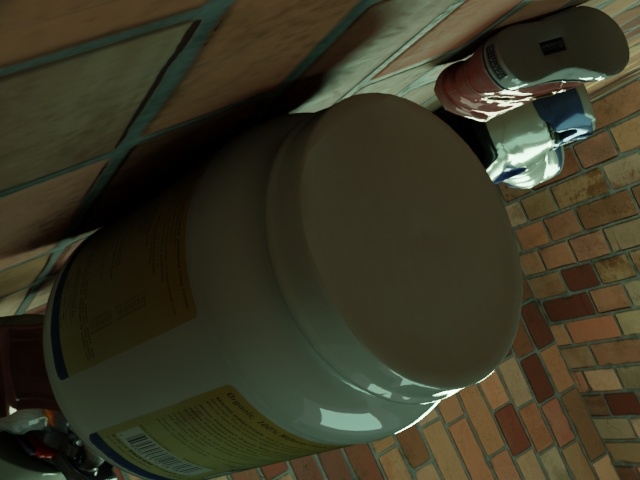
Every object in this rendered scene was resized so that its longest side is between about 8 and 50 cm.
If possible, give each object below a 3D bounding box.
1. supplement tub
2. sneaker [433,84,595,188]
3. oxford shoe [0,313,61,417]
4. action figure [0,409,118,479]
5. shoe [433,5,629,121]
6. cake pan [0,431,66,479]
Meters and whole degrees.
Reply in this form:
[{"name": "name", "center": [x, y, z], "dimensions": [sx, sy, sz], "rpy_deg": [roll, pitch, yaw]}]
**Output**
[{"name": "supplement tub", "center": [-0.037, 0.045, 0.677], "dimensions": [0.228, 0.228, 0.316], "rpy_deg": [-24, 179, -45]}, {"name": "sneaker", "center": [0.203, -0.124, 1.132], "dimensions": [0.182, 0.127, 0.315], "rpy_deg": [-21, 172, 1]}, {"name": "oxford shoe", "center": [-0.246, 0.121, 0.979], "dimensions": [0.348, 0.123, 0.130], "rpy_deg": [5, -171, -4]}, {"name": "action figure", "center": [-0.353, 0.204, 1.378], "dimensions": [0.330, 0.341, 0.178], "rpy_deg": [-11, 125, -50]}, {"name": "shoe", "center": [0.176, -0.145, 0.771], "dimensions": [0.178, 0.063, 0.081], "rpy_deg": [-17, 176, -38]}, {"name": "cake pan", "center": [-0.478, 0.275, 1.336], "dimensions": [0.054, 0.293, 0.293], "rpy_deg": [-54, 178, 2]}]
